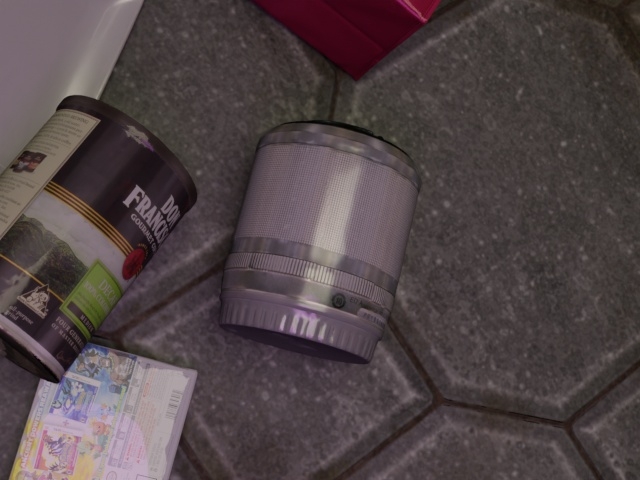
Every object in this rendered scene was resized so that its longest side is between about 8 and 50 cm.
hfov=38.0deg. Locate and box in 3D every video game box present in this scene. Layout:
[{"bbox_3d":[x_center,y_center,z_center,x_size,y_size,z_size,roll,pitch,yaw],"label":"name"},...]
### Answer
[{"bbox_3d":[-0.271,0.238,1.158,0.187,0.048,0.205,18,77,-15],"label":"video game box"}]

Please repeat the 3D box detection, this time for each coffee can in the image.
[{"bbox_3d":[-0.304,-0.002,1.090,0.201,0.201,0.275,37,68,-8],"label":"coffee can"}]

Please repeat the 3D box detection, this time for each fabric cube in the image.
[{"bbox_3d":[0.052,-0.418,1.247,0.258,0.259,0.254,35,73,-11],"label":"fabric cube"}]

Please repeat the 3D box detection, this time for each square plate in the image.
[{"bbox_3d":[-0.397,-0.255,1.113,0.344,0.049,0.347,37,68,-48],"label":"square plate"}]

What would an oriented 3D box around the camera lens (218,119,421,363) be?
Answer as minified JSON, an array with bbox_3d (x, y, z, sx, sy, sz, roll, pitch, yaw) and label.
[{"bbox_3d":[0.000,0.000,1.184,0.219,0.219,0.274,17,77,-14],"label":"camera lens"}]
